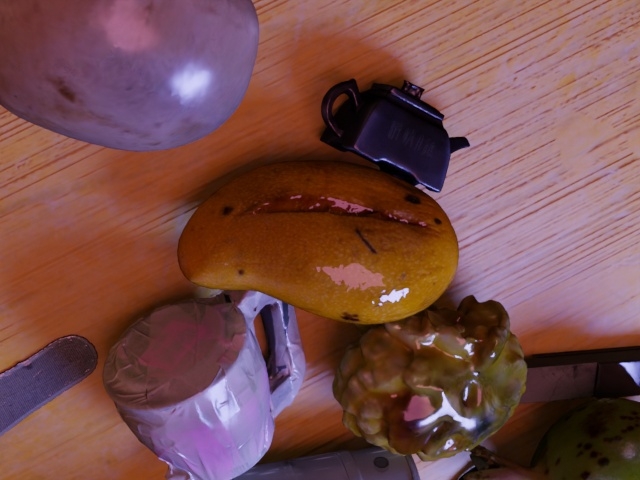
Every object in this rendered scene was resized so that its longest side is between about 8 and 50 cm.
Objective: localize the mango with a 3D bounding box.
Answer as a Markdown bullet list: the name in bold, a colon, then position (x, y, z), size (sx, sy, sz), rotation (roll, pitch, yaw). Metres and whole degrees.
- **mango**: position (0.003, -0.003, 1.790), size (0.295, 0.177, 0.120), rotation (8, 151, -15)

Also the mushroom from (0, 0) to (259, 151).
- **mushroom**: position (-0.188, -0.234, 1.584), size (0.298, 0.297, 0.290), rotation (17, 85, -23)

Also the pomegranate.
- **pomegranate**: position (0.306, 0.289, 2.005), size (0.286, 0.231, 0.230), rotation (1, 115, 12)

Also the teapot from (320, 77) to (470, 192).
- **teapot**: position (0.081, -0.121, 1.817), size (0.177, 0.087, 0.096), rotation (24, 89, -26)

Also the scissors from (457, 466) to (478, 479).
- **scissors**: position (0.134, 0.384, 2.080), size (0.300, 0.022, 0.109), rotation (-44, 114, 4)

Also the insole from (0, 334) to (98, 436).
- **insole**: position (-0.343, 0.172, 1.848), size (0.232, 0.003, 0.080), rotation (-28, 118, -5)

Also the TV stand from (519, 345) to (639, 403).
- **TV stand**: position (0.326, 0.158, 2.034), size (0.257, 0.040, 0.049), rotation (-4, 114, -16)

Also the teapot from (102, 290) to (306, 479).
- **teapot**: position (-0.120, 0.150, 1.850), size (0.163, 0.221, 0.178), rotation (-2, 131, 25)

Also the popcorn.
- **popcorn**: position (0.122, 0.144, 1.895), size (0.218, 0.169, 0.189), rotation (-6, 120, -26)

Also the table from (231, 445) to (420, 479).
- **table**: position (-0.004, 0.304, 1.944), size (0.220, 0.126, 0.126), rotation (-8, 114, -13)
